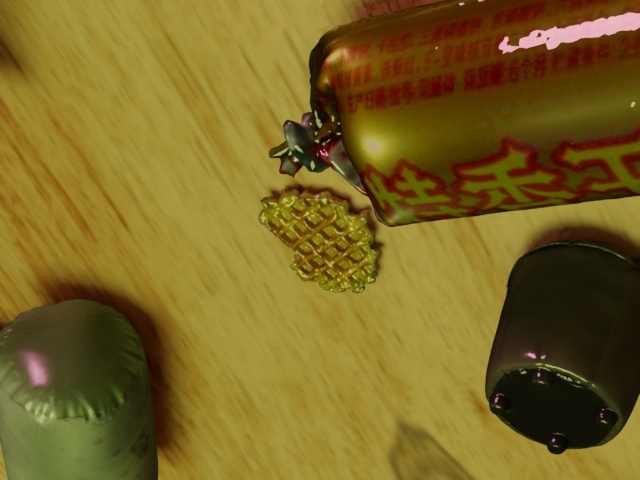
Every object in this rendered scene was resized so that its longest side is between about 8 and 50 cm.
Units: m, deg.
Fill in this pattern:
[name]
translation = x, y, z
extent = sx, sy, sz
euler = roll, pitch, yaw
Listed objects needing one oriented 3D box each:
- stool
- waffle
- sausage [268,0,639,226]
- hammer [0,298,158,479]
[stool]
translation = 0.146, 0.061, 0.838
extent = 0.096, 0.110, 0.096
euler = 15, 140, 13
[waffle]
translation = 0.002, 0.001, 0.930
extent = 0.078, 0.016, 0.085
euler = 2, 133, 28
[sausage]
translation = 0.100, -0.074, 0.722
extent = 0.317, 0.117, 0.125
euler = -8, 133, 34
[hammer]
translation = -0.281, 0.103, 1.132
extent = 0.335, 0.119, 0.206
euler = 21, 137, 19
